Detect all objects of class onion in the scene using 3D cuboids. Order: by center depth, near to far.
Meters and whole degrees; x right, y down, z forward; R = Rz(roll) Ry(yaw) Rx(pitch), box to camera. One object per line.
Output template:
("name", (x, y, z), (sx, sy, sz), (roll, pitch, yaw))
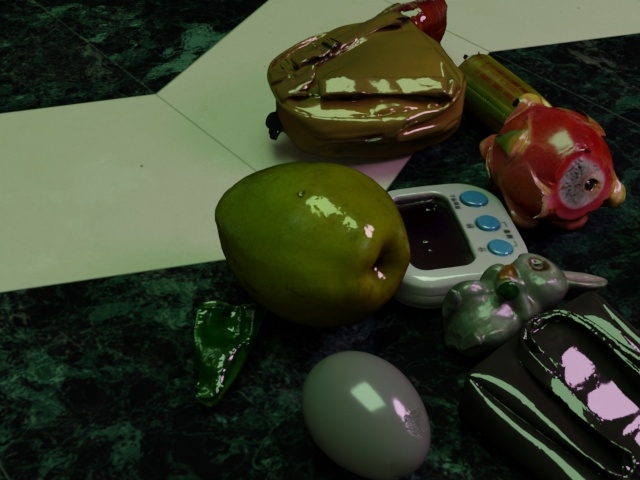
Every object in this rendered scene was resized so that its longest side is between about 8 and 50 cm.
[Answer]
("onion", (0.181, -0.430, 2.134), (0.230, 0.163, 0.230), (-26, 17, 8))

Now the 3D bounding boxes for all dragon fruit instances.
("dragon fruit", (0.387, -0.128, 1.690), (0.224, 0.224, 0.227), (-10, 30, -9))

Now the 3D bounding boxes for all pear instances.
("pear", (-0.016, 0.000, 1.473), (0.307, 0.253, 0.253), (15, 41, 34))

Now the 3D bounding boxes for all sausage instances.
("sausage", (0.371, -0.249, 1.901), (0.117, 0.125, 0.317), (-47, 45, 5))

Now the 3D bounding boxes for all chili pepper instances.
("chili pepper", (-0.147, 0.157, 1.475), (0.108, 0.062, 0.216), (0, 38, 14))

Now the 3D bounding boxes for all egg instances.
("egg", (0.059, 0.228, 1.298), (0.146, 0.146, 0.198), (-24, 50, -25))

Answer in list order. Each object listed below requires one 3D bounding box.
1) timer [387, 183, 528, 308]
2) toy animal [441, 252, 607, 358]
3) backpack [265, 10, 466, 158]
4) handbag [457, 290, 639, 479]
("timer", (0.200, 0.008, 1.618), (0.237, 0.087, 0.262), (-8, 38, -7))
("toy animal", (0.299, 0.082, 1.475), (0.251, 0.125, 0.127), (-21, 11, -20))
("backpack", (0.080, -0.286, 1.907), (0.378, 0.201, 0.353), (-8, 40, -10))
("handbag", (0.361, 0.212, 1.337), (0.285, 0.113, 0.257), (-28, 52, -29))
